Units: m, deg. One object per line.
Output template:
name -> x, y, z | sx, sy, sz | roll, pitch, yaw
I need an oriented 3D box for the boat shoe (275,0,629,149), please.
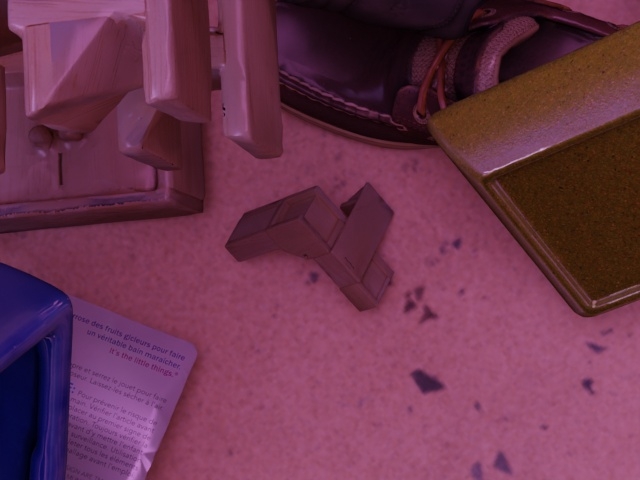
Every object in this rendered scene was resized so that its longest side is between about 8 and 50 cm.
boat shoe -> 0.109, -0.111, 1.264 | 0.342, 0.123, 0.123 | 16, 85, 7

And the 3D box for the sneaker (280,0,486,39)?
sneaker -> 0.026, -0.189, 1.230 | 0.130, 0.286, 0.109 | 23, 112, -19

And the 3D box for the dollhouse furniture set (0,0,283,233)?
dollhouse furniture set -> -0.204, -0.157, 1.152 | 0.362, 0.394, 0.256 | -5, 82, 14

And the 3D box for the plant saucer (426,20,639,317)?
plant saucer -> 0.187, -0.031, 1.198 | 0.188, 0.045, 0.188 | -23, 123, 30

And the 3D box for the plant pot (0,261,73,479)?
plant pot -> -0.288, 0.124, 1.063 | 0.212, 0.236, 0.236 | 26, 43, 18

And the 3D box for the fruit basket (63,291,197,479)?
fruit basket -> -0.292, 0.173, 1.277 | 0.327, 0.165, 0.353 | 20, 70, 7

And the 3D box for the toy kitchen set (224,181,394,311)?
toy kitchen set -> 0.000, 0.000, 1.313 | 0.083, 0.075, 0.068 | 48, 47, -23
